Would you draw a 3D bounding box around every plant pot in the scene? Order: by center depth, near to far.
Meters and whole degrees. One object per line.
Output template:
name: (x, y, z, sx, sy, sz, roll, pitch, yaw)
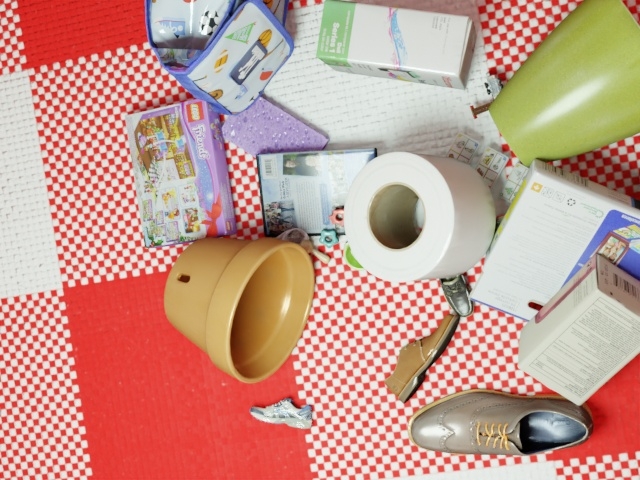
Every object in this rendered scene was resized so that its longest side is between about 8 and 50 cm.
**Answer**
plant pot: (0.468, -0.272, 1.709, 0.293, 0.275, 0.274, -33, 84, 19)
plant pot: (-0.173, 0.116, 1.870, 0.203, 0.291, 0.291, 18, 95, 29)

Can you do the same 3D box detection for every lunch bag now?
lunch bag: (-0.189, -0.460, 1.805, 0.239, 0.328, 0.385, 7, 84, 14)

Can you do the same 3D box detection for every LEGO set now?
LEGO set: (0.374, -0.217, 1.854, 0.182, 0.060, 0.244, 27, 98, -1)

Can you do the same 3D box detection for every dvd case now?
dvd case: (-0.002, -0.096, 1.918, 0.253, 0.022, 0.180, -2, 107, 12)

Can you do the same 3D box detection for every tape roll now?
tape roll: (0.189, -0.044, 1.781, 0.246, 0.169, 0.246, 1, 91, 36)

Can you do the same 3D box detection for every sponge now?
sponge: (-0.098, -0.218, 1.955, 0.210, 0.031, 0.117, 33, 99, 9)

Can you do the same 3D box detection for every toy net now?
toy net: (0.000, 0.000, 1.911, 0.232, 0.045, 0.122, -2, 114, 13)

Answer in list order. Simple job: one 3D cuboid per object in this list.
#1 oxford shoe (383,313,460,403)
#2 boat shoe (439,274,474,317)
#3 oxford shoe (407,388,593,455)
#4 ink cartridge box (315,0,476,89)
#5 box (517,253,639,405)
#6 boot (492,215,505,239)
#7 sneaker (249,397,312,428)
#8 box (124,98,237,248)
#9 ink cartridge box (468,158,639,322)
oxford shoe: (0.202, 0.225, 1.878, 0.076, 0.076, 0.212, 39, 98, 20)
boat shoe: (0.263, 0.085, 1.870, 0.056, 0.049, 0.152, -26, 84, 14)
oxford shoe: (0.344, 0.359, 1.814, 0.364, 0.133, 0.130, -9, 90, 13)
ink cartridge box: (0.152, -0.378, 1.808, 0.278, 0.201, 0.117, 10, 94, 12)
box: (0.495, 0.166, 1.724, 0.149, 0.127, 0.232, 32, 124, -7)
boot: (0.387, -0.003, 1.825, 0.219, 0.082, 0.106, -20, 84, 10)
sneaker: (-0.081, 0.358, 1.959, 0.135, 0.052, 0.058, 9, 83, 5)
box: (-0.296, -0.140, 1.974, 0.201, 0.057, 0.293, -9, 89, 22)
ink cartridge box: (0.478, 0.034, 1.760, 0.304, 0.072, 0.307, 21, 126, -1)
